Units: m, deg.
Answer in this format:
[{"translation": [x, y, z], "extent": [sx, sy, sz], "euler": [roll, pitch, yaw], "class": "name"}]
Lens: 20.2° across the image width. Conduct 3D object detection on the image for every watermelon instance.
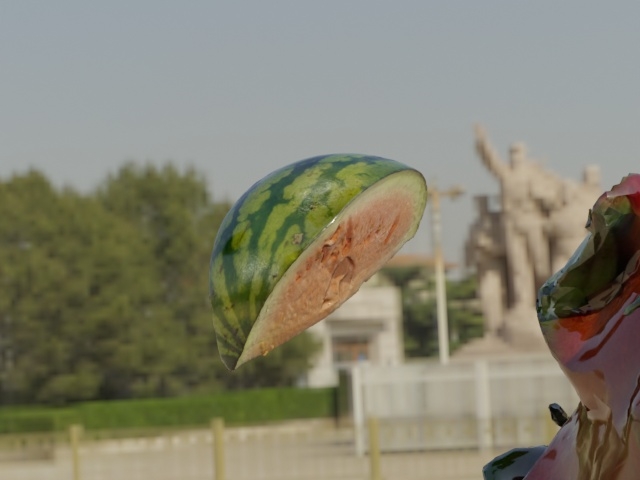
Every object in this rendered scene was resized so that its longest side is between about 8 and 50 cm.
[{"translation": [-0.009, -0.011, 0.976], "extent": [0.069, 0.087, 0.163], "euler": [34, 46, 23], "class": "watermelon"}]

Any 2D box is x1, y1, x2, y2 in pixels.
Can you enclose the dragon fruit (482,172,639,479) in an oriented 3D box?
[{"translation": [0.114, 0.073, 0.455], "extent": [0.200, 0.198, 0.269], "euler": [43, -38, -15], "class": "dragon fruit"}]
